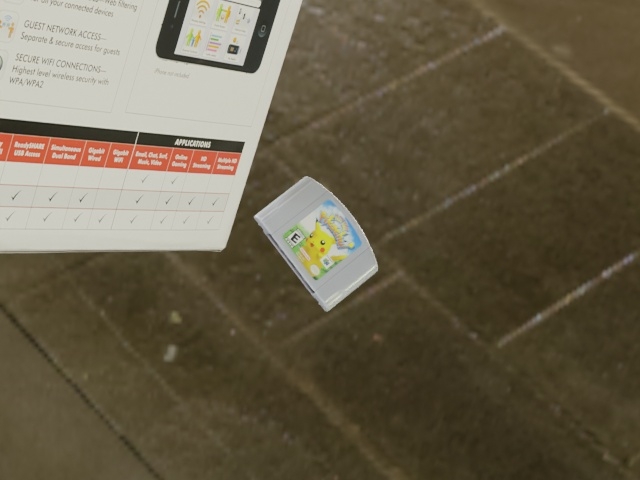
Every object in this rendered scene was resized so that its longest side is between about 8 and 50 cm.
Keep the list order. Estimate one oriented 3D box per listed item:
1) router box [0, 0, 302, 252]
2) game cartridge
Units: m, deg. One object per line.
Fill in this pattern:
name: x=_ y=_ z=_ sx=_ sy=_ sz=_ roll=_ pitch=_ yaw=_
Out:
router box: x=-0.116 y=-0.146 z=0.659 sx=0.082 sy=0.301 sz=0.335 roll=23 pitch=10 yaw=28
game cartridge: x=0.000 y=0.000 z=1.087 sx=0.056 sy=0.017 sz=0.083 roll=-39 pitch=95 yaw=-19
